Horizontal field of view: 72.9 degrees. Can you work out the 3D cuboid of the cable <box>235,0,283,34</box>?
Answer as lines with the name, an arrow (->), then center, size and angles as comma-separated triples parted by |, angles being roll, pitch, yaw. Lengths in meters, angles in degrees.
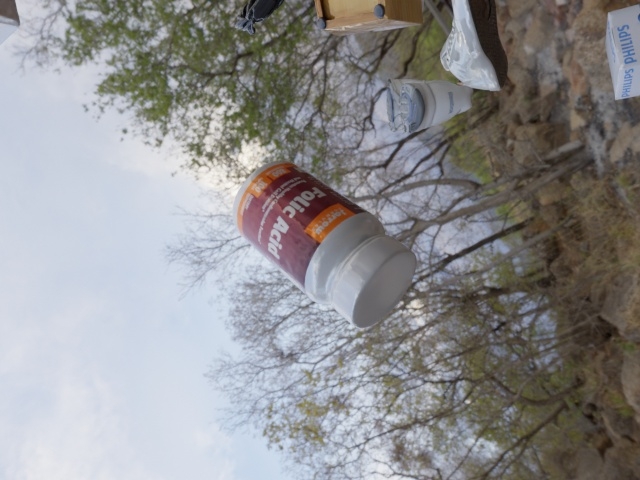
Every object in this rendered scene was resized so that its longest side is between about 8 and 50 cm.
cable -> -0.122, -0.549, 0.978 | 0.047, 0.185, 0.150 | 31, -171, -33

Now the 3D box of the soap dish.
soap dish -> 0.073, -0.553, 0.831 | 0.118, 0.228, 0.291 | -35, -55, -32

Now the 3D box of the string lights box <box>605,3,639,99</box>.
string lights box -> 0.597, -0.316, 0.659 | 0.077, 0.259, 0.134 | 43, -131, -51

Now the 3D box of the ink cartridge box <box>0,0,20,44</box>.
ink cartridge box -> -0.340, -0.262, 0.308 | 0.114, 0.198, 0.273 | -12, -89, -57

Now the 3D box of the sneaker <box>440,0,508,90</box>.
sneaker -> 0.277, -0.387, 0.845 | 0.290, 0.123, 0.106 | 35, -107, -54

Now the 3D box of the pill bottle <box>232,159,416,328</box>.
pill bottle -> 0.000, 0.000, 0.954 | 0.392, 0.224, 0.224 | 37, -166, 34

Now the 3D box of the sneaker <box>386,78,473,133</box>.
sneaker -> 0.208, -0.275, 0.881 | 0.297, 0.129, 0.111 | -101, 3, -66
